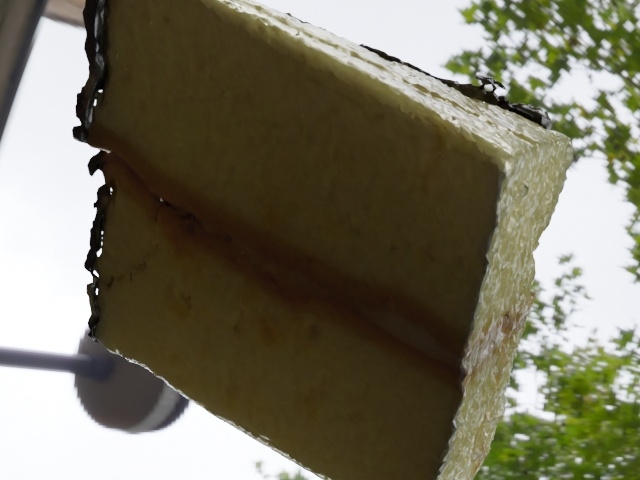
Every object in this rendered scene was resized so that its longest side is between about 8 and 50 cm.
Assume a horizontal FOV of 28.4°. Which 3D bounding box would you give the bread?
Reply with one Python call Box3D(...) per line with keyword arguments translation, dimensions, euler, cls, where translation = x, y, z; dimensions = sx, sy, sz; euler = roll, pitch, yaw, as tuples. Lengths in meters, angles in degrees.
Box3D(translation=(0.000, 0.000, 0.997), dimensions=(0.404, 0.242, 0.346), euler=(25, -70, 6), cls="bread")
